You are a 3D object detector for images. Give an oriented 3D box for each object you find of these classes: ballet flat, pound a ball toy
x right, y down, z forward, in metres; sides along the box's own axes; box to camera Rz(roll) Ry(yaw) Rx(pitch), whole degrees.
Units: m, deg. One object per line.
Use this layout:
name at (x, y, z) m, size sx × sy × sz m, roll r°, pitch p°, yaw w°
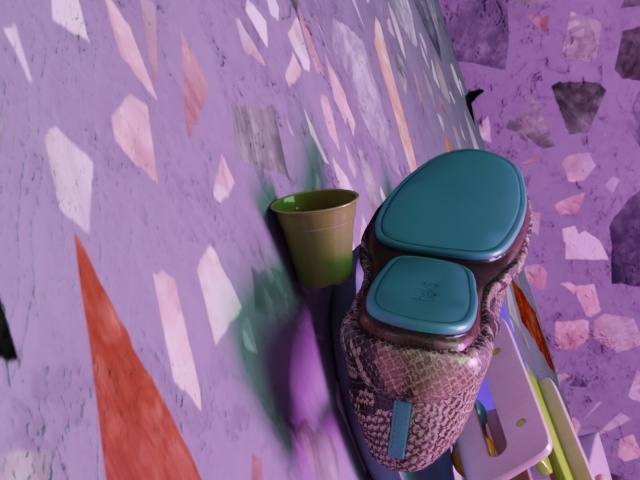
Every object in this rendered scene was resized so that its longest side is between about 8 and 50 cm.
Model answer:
ballet flat at (0.106, 0.064, 1.220) m, size 0.483 × 0.164 × 0.182 m, roll -60°, pitch 159°, yaw -64°
pound a ball toy at (0.236, 0.266, 1.449) m, size 0.208 × 0.136 × 0.319 m, roll 50°, pitch 15°, yaw -24°

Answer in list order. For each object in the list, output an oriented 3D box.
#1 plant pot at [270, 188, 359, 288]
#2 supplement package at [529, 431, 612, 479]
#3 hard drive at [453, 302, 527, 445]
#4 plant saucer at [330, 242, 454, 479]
plant pot at (0.000, 0.000, 1.180) m, size 0.083 × 0.083 × 0.079 m, roll -62°, pitch 145°, yaw -70°
supplement package at (0.298, 0.376, 1.666) m, size 0.293 × 0.178 × 0.175 m, roll -6°, pitch 81°, yaw -75°
hard drive at (0.189, 0.107, 1.706) m, size 0.210 × 0.040 × 0.318 m, roll -47°, pitch 122°, yaw -50°
plant saucer at (0.074, 0.157, 1.338) m, size 0.317 × 0.044 × 0.317 m, roll -16°, pitch 90°, yaw -75°
